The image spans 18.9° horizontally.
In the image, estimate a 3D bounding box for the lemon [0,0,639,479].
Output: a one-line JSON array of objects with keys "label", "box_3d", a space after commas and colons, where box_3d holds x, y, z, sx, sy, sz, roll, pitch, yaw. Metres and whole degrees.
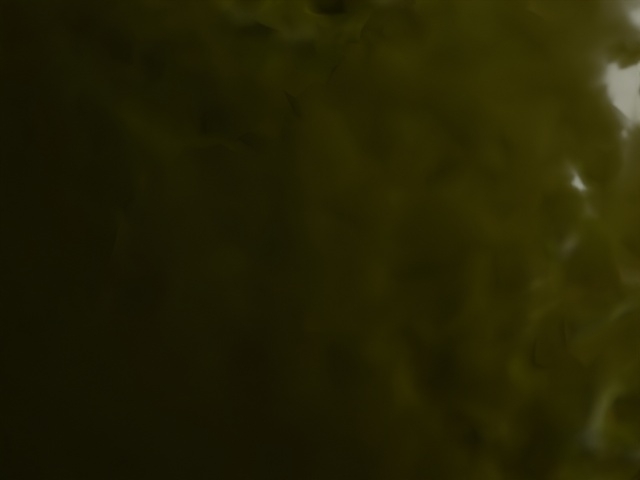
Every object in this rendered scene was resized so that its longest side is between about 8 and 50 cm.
[{"label": "lemon", "box_3d": [0.008, -0.004, 0.437, 0.293, 0.293, 0.293, 62, 4, -8]}]
